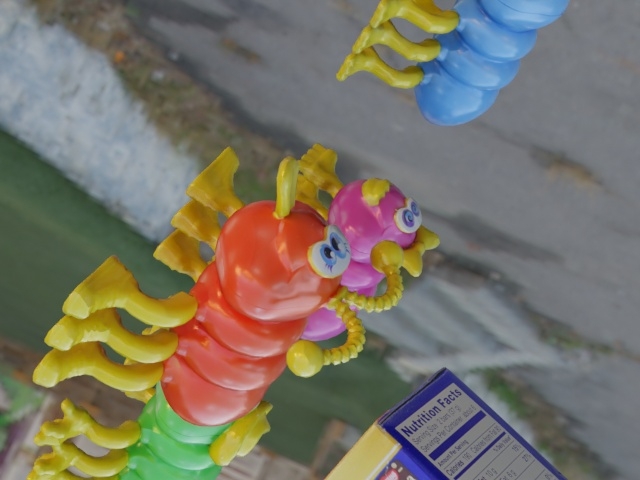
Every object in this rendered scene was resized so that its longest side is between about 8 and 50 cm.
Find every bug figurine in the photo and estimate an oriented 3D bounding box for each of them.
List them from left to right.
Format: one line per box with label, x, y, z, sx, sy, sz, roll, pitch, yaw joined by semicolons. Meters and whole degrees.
bug figurine;0.000;0.000;0.535;0.072;0.279;0.216;37;135;4

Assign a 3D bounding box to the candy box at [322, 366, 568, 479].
candy box;0.090;0.283;0.879;0.317;0.268;0.122;43;-156;13
